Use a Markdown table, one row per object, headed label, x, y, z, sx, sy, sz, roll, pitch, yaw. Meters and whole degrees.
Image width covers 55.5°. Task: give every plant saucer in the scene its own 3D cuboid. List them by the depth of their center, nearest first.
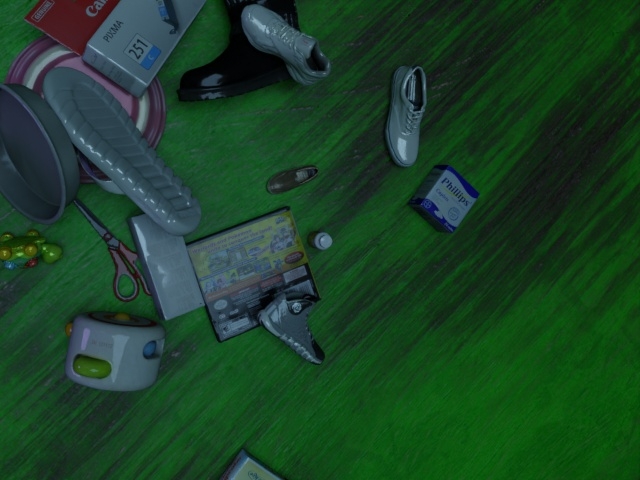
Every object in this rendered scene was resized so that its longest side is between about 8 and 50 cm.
| label | x | y | z | sx | sy | sz | roll | pitch | yaw |
| --- | --- | --- | --- | --- | --- | --- | --- | --- | --- |
| plant saucer | -0.495 | -0.287 | 1.293 | 0.332 | 0.084 | 0.332 | -2 | 95 | -20 |

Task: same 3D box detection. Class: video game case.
| label | x | y | z | sx | sy | sz | roll | pitch | yaw |
| --- | --- | --- | --- | --- | --- | --- | --- | --- | --- |
| video game case | -0.160 | 0.079 | 1.464 | 0.274 | 0.035 | 0.248 | -22 | 101 | -17 |

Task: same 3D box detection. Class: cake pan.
| label | x | y | z | sx | sy | sz | roll | pitch | yaw |
| --- | --- | --- | --- | --- | --- | --- | --- | --- | --- |
| cake pan | -0.575 | -0.173 | 1.186 | 0.054 | 0.293 | 0.293 | -37 | 107 | -45 |

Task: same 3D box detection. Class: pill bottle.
| label | x | y | z | sx | sy | sz | roll | pitch | yaw |
| --- | --- | --- | --- | --- | --- | --- | --- | --- | --- |
| pill bottle | 0.000 | 0.000 | 1.490 | 0.043 | 0.083 | 0.043 | -1 | 94 | -20 |

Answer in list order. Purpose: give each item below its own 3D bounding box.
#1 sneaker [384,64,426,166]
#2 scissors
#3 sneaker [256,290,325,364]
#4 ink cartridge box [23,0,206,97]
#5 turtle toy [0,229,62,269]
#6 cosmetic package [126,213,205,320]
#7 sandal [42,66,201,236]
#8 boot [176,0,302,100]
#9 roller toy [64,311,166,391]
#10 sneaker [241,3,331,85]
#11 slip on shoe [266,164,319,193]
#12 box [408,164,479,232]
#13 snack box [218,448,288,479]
| label | x | y | z | sx | sy | sz | roll | pitch | yaw |
| --- | --- | --- | --- | --- | --- | --- | --- | --- | --- |
| sneaker | 0.220 | -0.317 | 1.544 | 0.094 | 0.091 | 0.258 | -4 | 95 | -20 |
| scissors | -0.457 | 0.001 | 1.362 | 0.109 | 0.021 | 0.297 | -26 | 100 | -16 |
| sneaker | -0.035 | 0.201 | 1.464 | 0.132 | 0.086 | 0.228 | -49 | 124 | -2 |
| ink cartridge box | -0.412 | -0.487 | 1.267 | 0.261 | 0.066 | 0.296 | 33 | 61 | -20 |
| turtle toy | -0.611 | 0.024 | 1.273 | 0.130 | 0.095 | 0.066 | -7 | 117 | -19 |
| cosmetic package | -0.347 | 0.050 | 1.367 | 0.098 | 0.060 | 0.239 | -19 | 97 | -28 |
| sandal | -0.416 | -0.160 | 1.225 | 0.102 | 0.169 | 0.416 | -34 | 101 | 29 |
| boot | -0.192 | -0.464 | 1.362 | 0.348 | 0.131 | 0.260 | -25 | 109 | -28 |
| roller toy | -0.433 | 0.225 | 1.292 | 0.191 | 0.209 | 0.146 | 11 | 89 | -33 |
| sneaker | -0.062 | -0.427 | 1.301 | 0.232 | 0.115 | 0.090 | 31 | 79 | -32 |
| slip on shoe | -0.065 | -0.149 | 1.479 | 0.135 | 0.041 | 0.051 | -18 | 100 | -18 |
| box | 0.326 | -0.110 | 1.607 | 0.126 | 0.072 | 0.137 | 39 | 80 | -18 |
| snack box | -0.124 | 0.683 | 1.502 | 0.322 | 0.060 | 0.187 | 41 | 79 | -17 |
